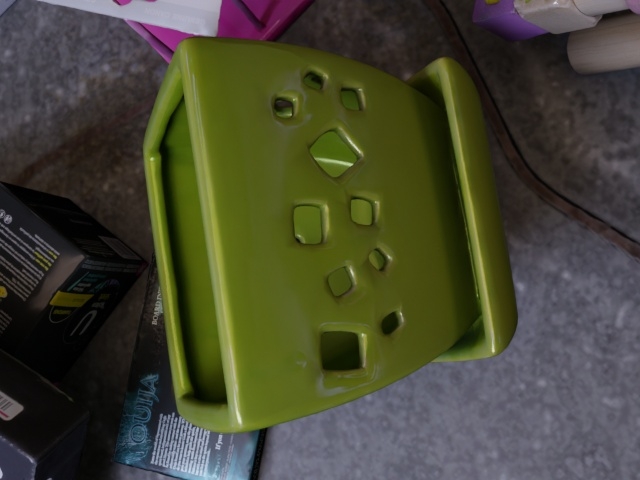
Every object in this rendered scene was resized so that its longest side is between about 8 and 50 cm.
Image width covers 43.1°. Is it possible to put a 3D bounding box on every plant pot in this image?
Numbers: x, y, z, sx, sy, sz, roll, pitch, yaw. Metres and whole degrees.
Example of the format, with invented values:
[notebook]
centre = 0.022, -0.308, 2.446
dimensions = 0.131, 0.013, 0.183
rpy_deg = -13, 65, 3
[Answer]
[plant pot]
centre = 0.000, 0.000, 0.568
dimensions = 0.207, 0.228, 0.227
rpy_deg = -7, 83, -20

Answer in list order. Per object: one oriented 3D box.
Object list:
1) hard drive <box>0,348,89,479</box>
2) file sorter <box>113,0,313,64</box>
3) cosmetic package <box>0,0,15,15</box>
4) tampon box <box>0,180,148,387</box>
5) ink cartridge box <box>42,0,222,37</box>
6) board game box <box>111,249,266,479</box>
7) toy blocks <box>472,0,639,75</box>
[hard drive]
centre = -0.306, 0.193, 0.622
dimensions = 0.236, 0.064, 0.339
rpy_deg = 29, 124, 12
[file sorter]
centre = -0.078, -0.297, 0.635
dimensions = 0.290, 0.182, 0.202
rpy_deg = -45, 80, 5
[cosmetic package]
centre = -0.309, -0.288, 0.730
dimensions = 0.231, 0.085, 0.117
rpy_deg = -43, 79, 4
[tampon box]
centre = -0.248, 0.050, 0.674
dimensions = 0.101, 0.120, 0.161
rpy_deg = 37, 94, 11
[ink cartridge box]
centre = -0.112, -0.237, 0.534
dimensions = 0.145, 0.045, 0.179
rpy_deg = 14, 107, 9
[board game box]
centre = -0.100, 0.109, 0.690
dimensions = 0.126, 0.026, 0.186
rpy_deg = 11, 88, 12
[toy blocks]
centre = 0.202, -0.266, 0.476
dimensions = 0.260, 0.308, 0.289
rpy_deg = 5, 87, 54
